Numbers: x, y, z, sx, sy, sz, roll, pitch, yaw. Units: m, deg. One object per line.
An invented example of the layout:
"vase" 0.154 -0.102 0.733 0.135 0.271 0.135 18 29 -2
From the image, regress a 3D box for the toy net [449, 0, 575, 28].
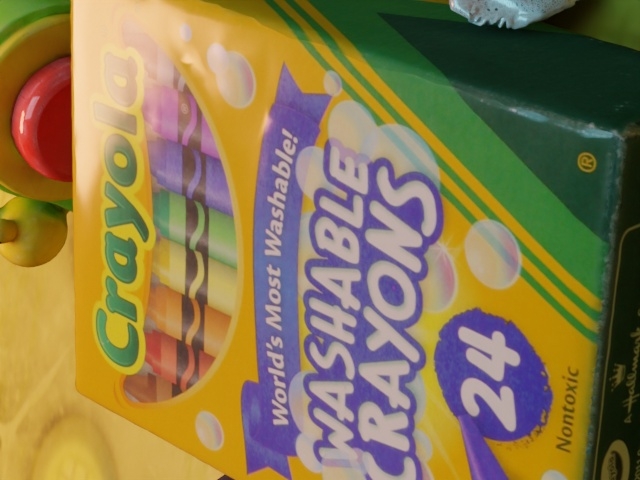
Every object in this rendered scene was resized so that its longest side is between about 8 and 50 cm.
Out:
"toy net" 0.098 -0.188 0.676 0.122 0.045 0.232 31 86 12

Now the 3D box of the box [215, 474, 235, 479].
"box" -0.005 0.149 0.892 0.162 0.029 0.116 -38 58 44

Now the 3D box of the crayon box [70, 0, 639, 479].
"crayon box" 0.000 0.000 0.759 0.323 0.083 0.203 23 121 39

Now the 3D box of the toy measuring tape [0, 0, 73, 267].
"toy measuring tape" -0.136 -0.139 1.021 0.121 0.121 0.330 37 116 48
